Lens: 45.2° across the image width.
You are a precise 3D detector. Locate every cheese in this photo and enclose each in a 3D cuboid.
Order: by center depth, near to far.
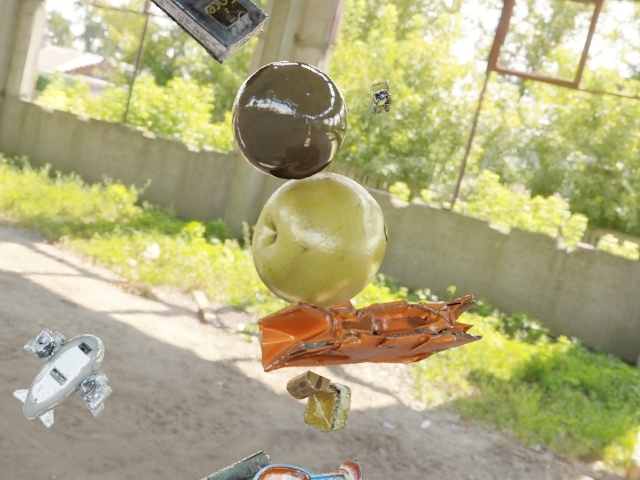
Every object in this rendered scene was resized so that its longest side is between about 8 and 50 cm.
[{"bbox_3d":[-0.033,0.525,1.644,0.256,0.106,0.037,-8,-17,3],"label":"cheese"}]

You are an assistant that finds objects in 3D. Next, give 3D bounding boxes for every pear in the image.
[{"bbox_3d":[0.000,0.000,1.924,0.348,0.348,0.348,14,6,-2],"label":"pear"}]

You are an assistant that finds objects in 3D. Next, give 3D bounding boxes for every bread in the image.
[{"bbox_3d":[0.018,0.466,2.161,0.128,0.140,0.069,5,-10,39],"label":"bread"}]

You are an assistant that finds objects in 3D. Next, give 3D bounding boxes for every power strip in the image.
[{"bbox_3d":[-0.166,0.590,1.683,0.213,0.198,0.064,-14,6,-41],"label":"power strip"}]

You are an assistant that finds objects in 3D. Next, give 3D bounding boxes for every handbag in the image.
[{"bbox_3d":[0.094,0.197,1.614,0.410,0.116,0.303,0,-15,-24],"label":"handbag"}]

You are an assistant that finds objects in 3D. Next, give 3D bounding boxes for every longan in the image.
[{"bbox_3d":[-0.066,-0.246,1.595,0.258,0.258,0.258,14,6,-2],"label":"longan"}]

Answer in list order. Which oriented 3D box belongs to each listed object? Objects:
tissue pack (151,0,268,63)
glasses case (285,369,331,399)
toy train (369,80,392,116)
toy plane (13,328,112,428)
[{"bbox_3d":[-0.263,-0.550,1.821,0.235,0.173,0.073,42,-35,-1],"label":"tissue pack"},{"bbox_3d":[-0.034,0.365,1.922,0.064,0.041,0.170,25,-24,-10],"label":"glasses case"},{"bbox_3d":[0.181,-0.434,2.337,0.060,0.081,0.202,-15,-3,1],"label":"toy train"},{"bbox_3d":[-0.653,0.348,1.951,0.266,0.267,0.122,15,-5,3],"label":"toy plane"}]
